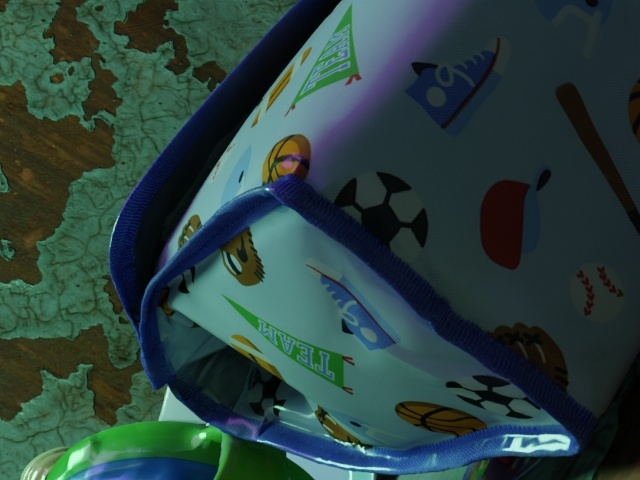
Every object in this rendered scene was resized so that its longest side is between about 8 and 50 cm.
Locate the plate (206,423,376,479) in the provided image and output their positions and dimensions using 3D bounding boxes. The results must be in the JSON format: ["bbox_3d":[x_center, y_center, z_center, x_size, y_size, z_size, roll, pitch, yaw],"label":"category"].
[{"bbox_3d":[-0.029,0.198,1.262,0.024,0.188,0.188,27,-83,-51],"label":"plate"}]

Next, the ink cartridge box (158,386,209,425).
[{"bbox_3d":[-0.030,0.093,1.455,0.303,0.072,0.307,7,-83,-63],"label":"ink cartridge box"}]

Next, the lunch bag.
[{"bbox_3d":[0.057,-0.044,0.916,0.328,0.239,0.385,-52,8,-22],"label":"lunch bag"}]

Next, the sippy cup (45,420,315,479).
[{"bbox_3d":[-0.109,0.284,1.075,0.224,0.240,0.305,-78,-23,-49],"label":"sippy cup"}]

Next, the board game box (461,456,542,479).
[{"bbox_3d":[0.113,0.096,0.937,0.133,0.033,0.169,-61,5,-37],"label":"board game box"}]

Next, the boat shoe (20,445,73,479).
[{"bbox_3d":[-0.163,0.304,1.316,0.104,0.285,0.089,-29,-1,-21],"label":"boat shoe"}]
